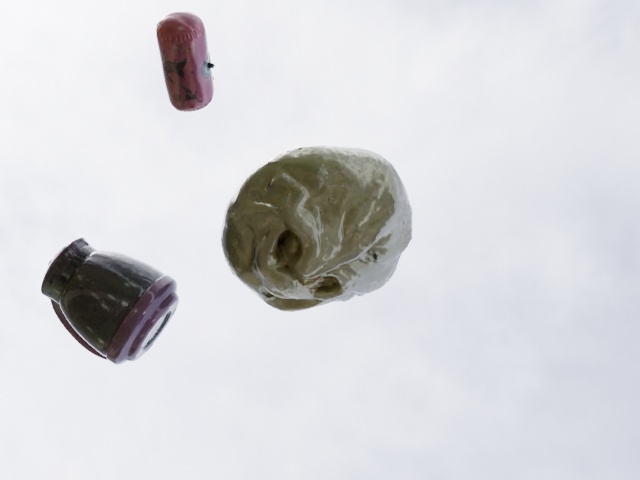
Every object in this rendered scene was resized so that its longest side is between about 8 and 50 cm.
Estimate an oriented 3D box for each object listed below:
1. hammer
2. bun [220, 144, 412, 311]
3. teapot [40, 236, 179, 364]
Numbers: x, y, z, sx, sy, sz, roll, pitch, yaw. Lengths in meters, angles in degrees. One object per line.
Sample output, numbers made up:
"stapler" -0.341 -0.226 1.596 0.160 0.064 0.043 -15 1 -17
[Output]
"hammer" -0.104 -0.139 0.724 0.043 0.043 0.083 27 -36 25
"bun" 0.000 0.000 1.025 0.231 0.231 0.133 -43 -137 33
"teapot" -0.244 0.065 1.060 0.146 0.116 0.148 34 -17 3
